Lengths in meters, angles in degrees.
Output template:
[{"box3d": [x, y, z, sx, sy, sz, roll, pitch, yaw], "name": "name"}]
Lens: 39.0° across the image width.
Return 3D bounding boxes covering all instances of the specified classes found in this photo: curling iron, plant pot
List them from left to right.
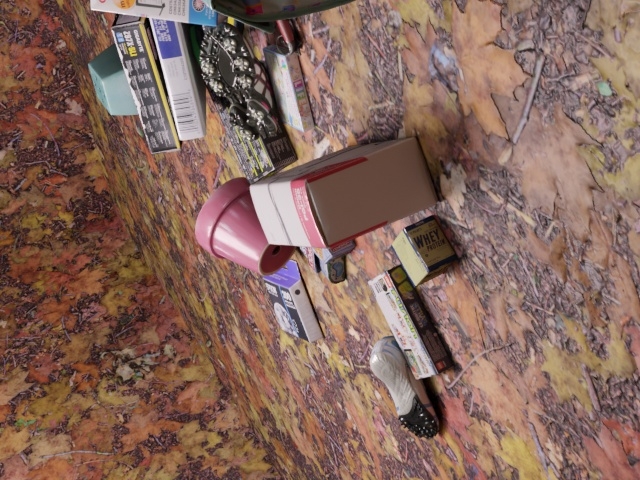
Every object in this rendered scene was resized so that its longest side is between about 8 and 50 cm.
[{"box3d": [-0.452, -0.422, 2.285, 0.166, 0.234, 0.165, 48, 154, 42], "name": "plant pot"}, {"box3d": [-0.159, -0.018, 2.093, 0.180, 0.201, 0.201, 37, 149, 27], "name": "plant pot"}, {"box3d": [-0.099, -0.454, 1.610, 0.274, 0.035, 0.068, 67, 163, -15], "name": "curling iron"}]

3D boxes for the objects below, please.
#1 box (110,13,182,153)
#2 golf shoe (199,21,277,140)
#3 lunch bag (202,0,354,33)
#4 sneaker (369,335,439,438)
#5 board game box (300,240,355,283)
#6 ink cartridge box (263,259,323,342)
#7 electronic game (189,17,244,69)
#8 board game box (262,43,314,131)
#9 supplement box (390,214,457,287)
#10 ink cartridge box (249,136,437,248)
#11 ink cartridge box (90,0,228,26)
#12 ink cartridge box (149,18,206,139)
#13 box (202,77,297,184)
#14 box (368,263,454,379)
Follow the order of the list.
[{"box3d": [-0.378, -0.400, 2.056, 0.257, 0.079, 0.322, -95, -5, -52], "name": "box"}, {"box3d": [-0.154, -0.321, 1.750, 0.273, 0.105, 0.120, 70, -156, -46], "name": "golf shoe"}, {"box3d": [-0.097, -0.421, 1.328, 0.223, 0.262, 0.160, 48, 154, 39], "name": "lunch bag"}, {"box3d": [0.174, 0.287, 1.758, 0.085, 0.086, 0.237, -12, 117, 36], "name": "sneaker"}, {"box3d": [0.000, 0.000, 1.871, 0.194, 0.060, 0.194, 50, 155, 40], "name": "board game box"}, {"box3d": [-0.081, 0.141, 2.272, 0.206, 0.045, 0.208, 12, 123, 67], "name": "ink cartridge box"}, {"box3d": [-0.214, -0.449, 1.820, 0.229, 0.048, 0.229, 11, 103, 58], "name": "electronic game"}, {"box3d": [-0.062, -0.293, 1.736, 0.103, 0.026, 0.154, 35, 144, 56], "name": "board game box"}, {"box3d": [0.166, 0.018, 1.465, 0.083, 0.056, 0.083, 61, 160, 14], "name": "supplement box"}, {"box3d": [0.027, -0.076, 1.489, 0.283, 0.207, 0.117, 5, 116, 68], "name": "ink cartridge box"}, {"box3d": [-0.277, -0.495, 1.621, 0.168, 0.232, 0.171, -74, -8, -65], "name": "ink cartridge box"}, {"box3d": [-0.313, -0.435, 1.979, 0.330, 0.071, 0.324, -104, 3, -57], "name": "ink cartridge box"}, {"box3d": [-0.158, -0.268, 1.967, 0.270, 0.060, 0.216, 66, 160, -2], "name": "box"}, {"box3d": [0.163, 0.151, 1.659, 0.207, 0.036, 0.114, 64, 160, 5], "name": "box"}]
